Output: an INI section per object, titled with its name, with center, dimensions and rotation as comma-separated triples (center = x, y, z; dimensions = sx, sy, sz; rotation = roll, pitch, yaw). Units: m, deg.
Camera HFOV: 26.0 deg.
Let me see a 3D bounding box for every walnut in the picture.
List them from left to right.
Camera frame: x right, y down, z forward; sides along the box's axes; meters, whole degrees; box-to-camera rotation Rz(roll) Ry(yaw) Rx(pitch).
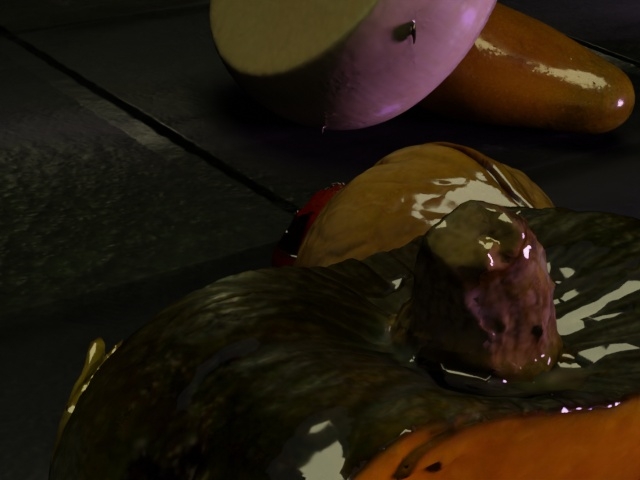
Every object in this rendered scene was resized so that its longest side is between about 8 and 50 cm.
[walnut]
center = 0.056, 0.022, 0.711
dimensions = 0.144, 0.144, 0.180
rotation = -9, -13, -26

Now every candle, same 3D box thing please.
[candle]
center = 0.000, 0.000, 0.896
dimensions = 0.053, 0.048, 0.162
rotation = 39, 26, -7

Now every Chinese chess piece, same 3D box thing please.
[Chinese chess piece]
center = 0.027, -0.217, 1.103
dimensions = 0.102, 0.273, 0.273
rotation = 28, 8, -38

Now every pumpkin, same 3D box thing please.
[pumpkin]
center = 0.056, 0.080, 0.507
dimensions = 0.317, 0.221, 0.139
rotation = -13, 24, -28

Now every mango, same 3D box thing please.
[mango]
center = 0.151, -0.145, 1.155
dimensions = 0.227, 0.099, 0.136
rotation = 20, 24, 13
